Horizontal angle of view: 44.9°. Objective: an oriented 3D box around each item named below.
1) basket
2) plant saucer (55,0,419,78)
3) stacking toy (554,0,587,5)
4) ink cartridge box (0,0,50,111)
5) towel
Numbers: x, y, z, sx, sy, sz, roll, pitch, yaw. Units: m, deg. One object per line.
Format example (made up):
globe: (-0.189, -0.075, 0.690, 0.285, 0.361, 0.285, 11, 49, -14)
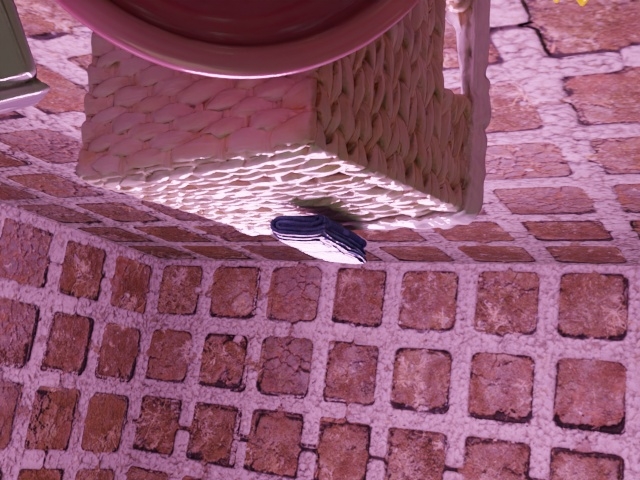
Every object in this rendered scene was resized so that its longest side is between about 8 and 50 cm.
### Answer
basket: (-0.031, -0.186, 0.774, 0.331, 0.328, 0.266, -2, 170, 39)
plant saucer: (-0.059, -0.275, 0.515, 0.332, 0.331, 0.084, 10, -174, -14)
stacking toy: (0.365, -0.292, 0.791, 0.221, 0.052, 0.167, 7, 169, -6)
ink cartridge box: (-0.289, -0.242, 0.396, 0.166, 0.394, 0.285, -20, -166, -16)
towel: (0.000, 0.000, 0.806, 0.067, 0.029, 0.119, 1, 168, 26)
